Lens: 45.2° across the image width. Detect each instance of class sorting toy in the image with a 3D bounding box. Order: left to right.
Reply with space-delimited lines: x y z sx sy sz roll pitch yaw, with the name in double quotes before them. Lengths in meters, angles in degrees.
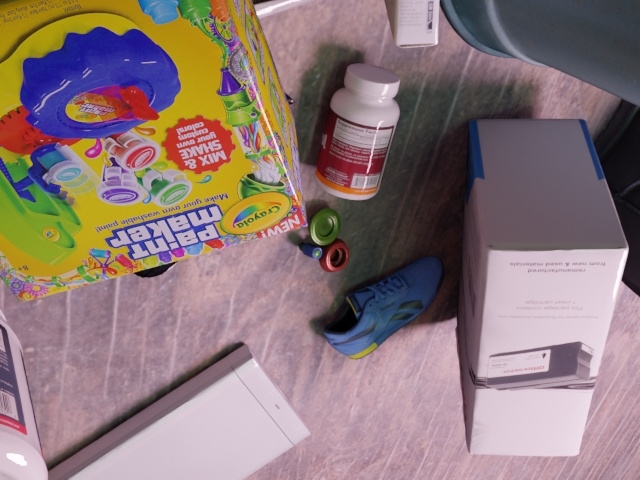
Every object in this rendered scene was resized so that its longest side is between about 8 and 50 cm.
"sorting toy" 0.000 0.000 1.051 0.061 0.042 0.102 -35 124 -24

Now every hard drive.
"hard drive" -0.209 0.326 1.166 0.353 0.047 0.233 -32 133 -4

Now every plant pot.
"plant pot" 0.355 -0.297 0.823 0.341 0.334 0.341 -16 130 -20

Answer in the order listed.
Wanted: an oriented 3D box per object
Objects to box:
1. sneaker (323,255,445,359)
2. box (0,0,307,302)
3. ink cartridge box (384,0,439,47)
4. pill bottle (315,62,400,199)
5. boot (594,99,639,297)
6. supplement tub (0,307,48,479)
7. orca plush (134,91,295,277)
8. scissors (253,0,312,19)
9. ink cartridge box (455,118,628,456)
"sneaker" 0.095 0.091 1.150 0.209 0.069 0.082 -41 130 4
"box" -0.191 -0.128 0.686 0.290 0.177 0.279 -15 133 6
"ink cartridge box" 0.080 -0.330 0.718 0.045 0.223 0.223 -4 129 1
"pill bottle" 0.048 -0.133 0.939 0.086 0.086 0.152 -4 125 -28
"boot" 0.581 -0.041 1.070 0.146 0.445 0.367 23 110 -40
"supplement tub" -0.397 0.178 0.787 0.191 0.272 0.191 -15 130 -20
"orca plush" -0.131 -0.057 0.880 0.287 0.102 0.151 -44 134 6
"scissors" -0.125 -0.231 0.807 0.297 0.021 0.109 -31 132 -4
"ink cartridge box" 0.283 0.070 1.071 0.166 0.285 0.394 0 130 6
